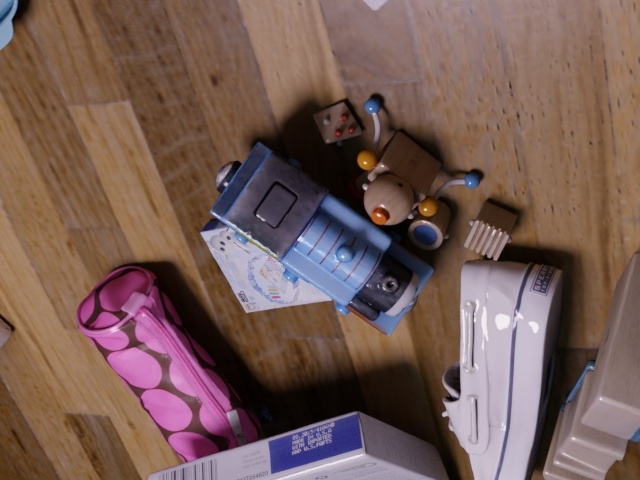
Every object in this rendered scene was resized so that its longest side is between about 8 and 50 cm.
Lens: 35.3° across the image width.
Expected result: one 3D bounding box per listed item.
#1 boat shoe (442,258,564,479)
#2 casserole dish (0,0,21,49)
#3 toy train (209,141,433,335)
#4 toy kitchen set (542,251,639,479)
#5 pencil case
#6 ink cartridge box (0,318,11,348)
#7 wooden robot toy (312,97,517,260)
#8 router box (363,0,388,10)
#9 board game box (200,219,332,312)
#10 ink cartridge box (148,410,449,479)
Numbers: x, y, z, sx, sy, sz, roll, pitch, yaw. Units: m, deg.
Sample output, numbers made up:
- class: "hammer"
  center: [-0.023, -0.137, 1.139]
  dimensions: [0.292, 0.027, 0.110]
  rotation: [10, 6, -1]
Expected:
- class: "boat shoe"
  center: [0.141, 0.124, 0.820]
  dimensions: [0.084, 0.095, 0.258]
  rotation: [13, 120, 20]
- class: "casserole dish"
  center: [-0.298, -0.227, 0.762]
  dimensions: [0.114, 0.037, 0.188]
  rotation: [-27, 112, 38]
- class: "toy train"
  center: [0.000, 0.000, 0.754]
  dimensions: [0.184, 0.105, 0.080]
  rotation: [36, 90, -6]
- class: "toy kitchen set"
  center: [0.277, 0.130, 0.762]
  dimensions: [0.166, 0.122, 0.207]
  rotation: [19, 152, 9]
- class: "pencil case"
  center: [-0.135, 0.123, 0.936]
  dimensions: [0.209, 0.095, 0.098]
  rotation: [56, 163, -25]
- class: "ink cartridge box"
  center: [-0.548, 0.200, 1.051]
  dimensions: [0.166, 0.285, 0.395]
  rotation: [47, 130, -14]
- class: "wooden robot toy"
  center: [0.056, -0.028, 0.733]
  dimensions: [0.173, 0.079, 0.076]
  rotation: [36, 132, -6]
- class: "router box"
  center: [0.046, -0.331, 0.465]
  dimensions: [0.301, 0.082, 0.335]
  rotation: [43, 124, -13]
- class: "board game box"
  center: [-0.043, 0.017, 0.854]
  dimensions: [0.090, 0.020, 0.090]
  rotation: [-9, 122, 31]
- class: "ink cartridge box"
  center: [-0.005, 0.229, 0.936]
  dimensions: [0.223, 0.045, 0.224]
  rotation: [-21, 148, 22]
